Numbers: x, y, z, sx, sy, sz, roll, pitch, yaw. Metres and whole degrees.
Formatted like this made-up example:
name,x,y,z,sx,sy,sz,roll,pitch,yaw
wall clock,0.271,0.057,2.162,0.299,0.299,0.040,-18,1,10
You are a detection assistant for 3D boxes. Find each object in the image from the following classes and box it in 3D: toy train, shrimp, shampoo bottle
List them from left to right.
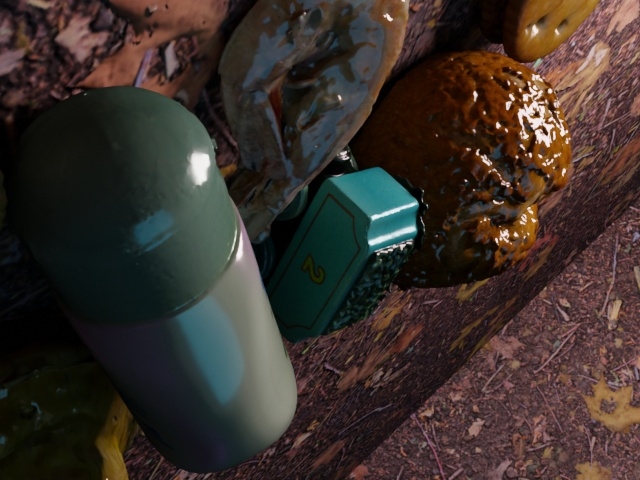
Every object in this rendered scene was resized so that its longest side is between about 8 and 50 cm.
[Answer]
name,x,y,z,sx,sy,sz,roll,pitch,yaw
shampoo bottle,-0.123,0.032,0.698,0.151,0.222,0.349,-24,142,-7
shrimp,-0.034,-0.111,0.770,0.164,0.062,0.317,14,116,-41
toy train,0.000,0.000,0.910,0.112,0.163,0.203,-19,146,-46

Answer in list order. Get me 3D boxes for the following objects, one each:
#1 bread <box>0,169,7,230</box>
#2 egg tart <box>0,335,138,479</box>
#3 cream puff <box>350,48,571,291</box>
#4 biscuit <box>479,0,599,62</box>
name,x,y,z,sx,sy,sz,roll,pitch,yaw
bread,-0.339,0.063,0.513,0.367,0.084,0.077,-41,-162,-17
egg tart,-0.313,0.280,0.814,0.443,0.178,0.443,-40,159,-19
cream puff,0.158,-0.066,1.021,0.303,0.212,0.303,-36,152,-23
biscuit,0.264,-0.299,0.992,0.220,0.066,0.220,-39,157,-20
